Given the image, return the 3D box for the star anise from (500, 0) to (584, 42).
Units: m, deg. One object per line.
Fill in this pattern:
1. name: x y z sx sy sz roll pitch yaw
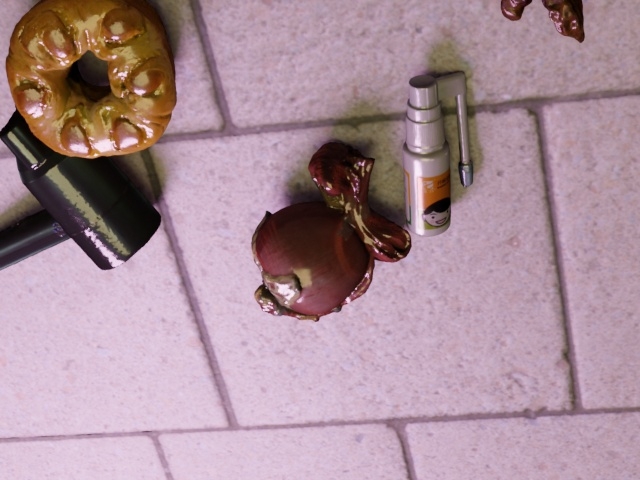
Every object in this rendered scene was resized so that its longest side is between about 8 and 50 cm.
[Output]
1. star anise: 0.261 -0.320 1.622 0.212 0.111 0.196 -1 133 3

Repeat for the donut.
1. donut: -0.285 -0.213 1.778 0.226 0.114 0.227 1 121 2

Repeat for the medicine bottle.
1. medicine bottle: 0.151 -0.112 1.826 0.092 0.061 0.221 -13 127 -10

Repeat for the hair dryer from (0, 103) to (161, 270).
1. hair dryer: -0.403 -0.052 1.953 0.302 0.116 0.244 -24 116 34

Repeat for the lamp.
1. lamp: -0.007 -0.002 1.893 0.223 0.151 0.215 -40 121 -12
